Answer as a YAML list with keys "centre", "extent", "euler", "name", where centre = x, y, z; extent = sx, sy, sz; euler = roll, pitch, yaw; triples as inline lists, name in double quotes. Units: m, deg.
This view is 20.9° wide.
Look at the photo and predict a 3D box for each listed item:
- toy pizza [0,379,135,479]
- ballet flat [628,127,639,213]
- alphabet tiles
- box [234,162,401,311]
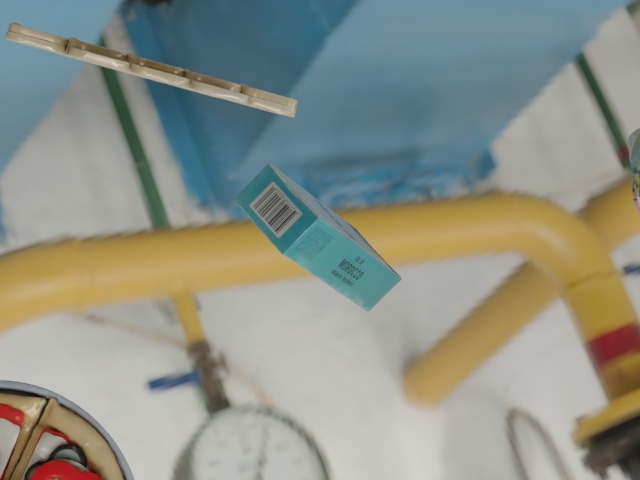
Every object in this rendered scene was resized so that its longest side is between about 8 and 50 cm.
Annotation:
- centre: [-0.209, 0.185, 1.075]
  extent: [0.201, 0.201, 0.032]
  euler: [-23, 166, 3]
  name: "toy pizza"
- centre: [0.284, -0.094, 1.344]
  extent: [0.079, 0.077, 0.221]
  euler: [-2, -133, 53]
  name: "ballet flat"
- centre: [-0.166, -0.167, 1.695]
  extent: [0.284, 0.021, 0.278]
  euler: [14, -177, -11]
  name: "alphabet tiles"
- centre: [0.000, 0.000, 2.000]
  extent: [0.060, 0.100, 0.244]
  euler: [-45, 150, 5]
  name: "box"
